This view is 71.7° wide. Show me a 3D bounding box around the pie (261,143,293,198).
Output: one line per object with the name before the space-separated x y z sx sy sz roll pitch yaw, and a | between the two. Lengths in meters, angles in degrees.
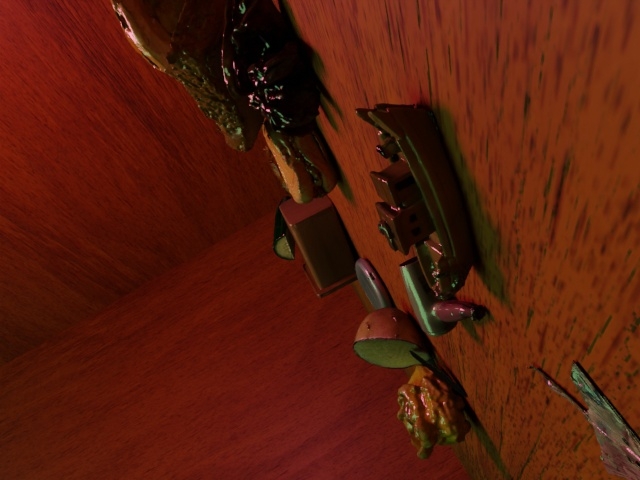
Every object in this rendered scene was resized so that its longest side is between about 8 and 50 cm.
pie | -0.092 -0.213 1.682 0.355 0.102 0.288 57 180 -42

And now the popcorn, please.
popcorn | 0.253 0.390 1.029 0.197 0.155 0.198 -19 -90 -86

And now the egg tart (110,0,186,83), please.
egg tart | -0.290 -0.449 0.906 0.341 0.129 0.342 20 -120 -39

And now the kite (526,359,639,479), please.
kite | 0.224 0.149 0.367 0.139 0.011 0.157 64 176 -24

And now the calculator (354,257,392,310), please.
calculator | 0.162 0.148 1.346 0.186 0.041 0.299 59 176 20

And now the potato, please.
potato | 0.173 0.229 1.084 0.202 0.182 0.117 51 -143 -47

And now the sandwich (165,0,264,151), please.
sandwich | -0.159 -0.322 0.802 0.251 0.086 0.227 65 -148 -66

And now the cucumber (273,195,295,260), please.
cucumber | -0.128 -0.055 1.555 0.115 0.063 0.244 71 -165 -46

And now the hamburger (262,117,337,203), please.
hamburger | -0.048 -0.181 0.956 0.214 0.108 0.214 59 177 5

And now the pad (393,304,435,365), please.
pad | 0.263 0.276 1.210 0.143 0.003 0.211 62 177 -36

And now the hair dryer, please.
hair dryer | 0.160 0.076 0.556 0.106 0.053 0.154 65 167 -9

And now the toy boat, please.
toy boat | 0.084 -0.029 0.398 0.206 0.072 0.064 60 176 -29

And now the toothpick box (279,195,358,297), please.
toothpick box | 0.000 0.000 1.459 0.308 0.187 0.190 66 175 -36

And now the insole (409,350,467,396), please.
insole | 0.253 0.286 0.959 0.152 0.002 0.053 33 159 40

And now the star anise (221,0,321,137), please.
star anise | -0.084 -0.255 0.676 0.220 0.125 0.190 57 -178 5
